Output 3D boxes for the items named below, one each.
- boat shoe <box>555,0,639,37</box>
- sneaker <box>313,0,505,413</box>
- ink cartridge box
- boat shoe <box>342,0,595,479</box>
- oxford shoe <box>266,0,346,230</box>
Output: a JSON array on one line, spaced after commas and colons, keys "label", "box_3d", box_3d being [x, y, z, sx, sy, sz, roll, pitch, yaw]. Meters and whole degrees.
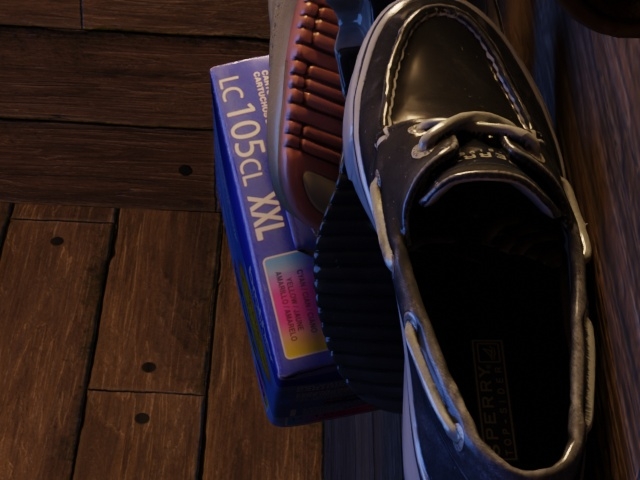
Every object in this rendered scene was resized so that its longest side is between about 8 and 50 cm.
[{"label": "boat shoe", "box_3d": [0.089, -0.141, 0.293, 0.324, 0.122, 0.120, 70, -164, -73]}, {"label": "sneaker", "box_3d": [0.070, -0.062, 0.902, 0.146, 0.122, 0.331, -15, -72, -73]}, {"label": "ink cartridge box", "box_3d": [0.000, 0.000, 1.273, 0.395, 0.151, 0.270, 107, 150, -75]}, {"label": "boat shoe", "box_3d": [0.069, -0.011, 0.665, 0.102, 0.108, 0.301, 95, 174, -57]}, {"label": "oxford shoe", "box_3d": [0.023, -0.184, 1.049, 0.146, 0.140, 0.397, -14, 58, 53]}]
